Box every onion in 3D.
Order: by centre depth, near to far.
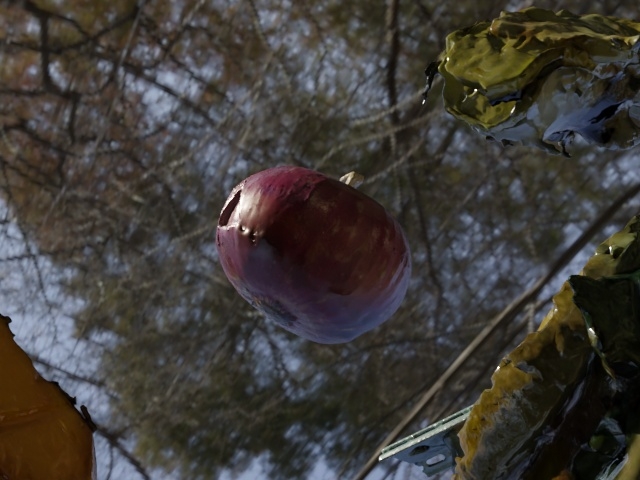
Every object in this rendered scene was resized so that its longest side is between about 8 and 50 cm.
[{"bbox_3d":[-0.005,0.009,0.965,0.177,0.153,0.177,37,-175,-4],"label":"onion"}]

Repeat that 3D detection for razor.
[{"bbox_3d":[0.120,0.226,0.741,0.068,0.106,0.232,27,-140,-45],"label":"razor"}]

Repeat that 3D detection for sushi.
[{"bbox_3d":[0.221,-0.126,0.916,0.291,0.131,0.139,2,-162,-45],"label":"sushi"}]

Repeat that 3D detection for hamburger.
[{"bbox_3d":[0.160,0.121,0.577,0.132,0.309,0.211,34,-97,23],"label":"hamburger"}]

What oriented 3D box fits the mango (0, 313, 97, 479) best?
[{"bbox_3d":[-0.204,0.126,0.583,0.154,0.126,0.252,-27,-86,-46],"label":"mango"}]
